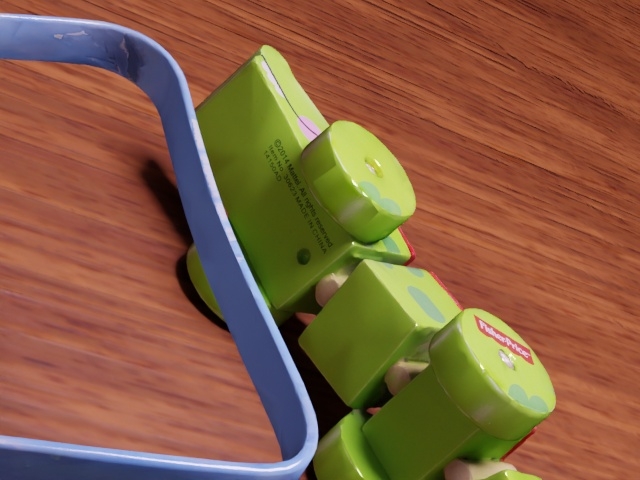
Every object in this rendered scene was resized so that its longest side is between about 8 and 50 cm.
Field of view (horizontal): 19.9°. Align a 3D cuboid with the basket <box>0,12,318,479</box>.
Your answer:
[{"bbox_3d":[-0.158,-0.006,0.675,0.289,0.201,0.255,8,39,-33],"label":"basket"}]

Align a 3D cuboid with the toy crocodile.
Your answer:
[{"bbox_3d":[0.031,0.043,0.951,0.105,0.115,0.340,9,42,-55],"label":"toy crocodile"}]
